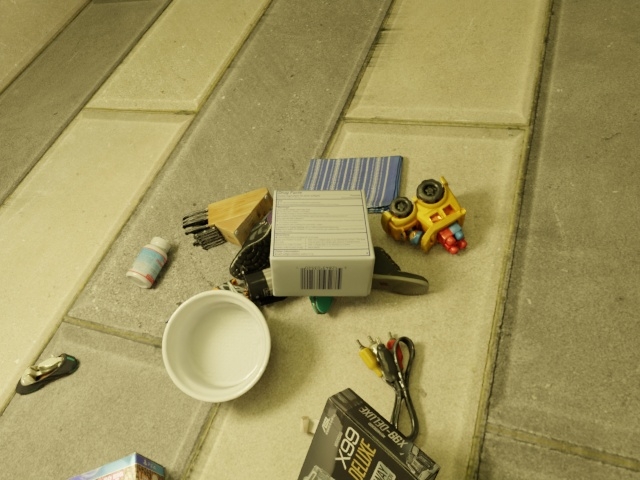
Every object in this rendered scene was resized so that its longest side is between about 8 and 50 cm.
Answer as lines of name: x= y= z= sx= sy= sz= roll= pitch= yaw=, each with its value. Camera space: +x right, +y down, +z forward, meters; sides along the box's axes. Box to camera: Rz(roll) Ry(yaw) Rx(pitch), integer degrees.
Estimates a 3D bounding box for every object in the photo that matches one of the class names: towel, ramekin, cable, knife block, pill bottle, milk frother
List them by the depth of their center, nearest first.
cable: x=0.193 y=0.354 z=1.272 sx=0.139 sy=0.072 sz=0.288 roll=-12 pitch=62 yaw=-13
ramekin: x=-0.258 y=0.273 z=1.345 sx=0.276 sy=0.135 sz=0.278 roll=-1 pitch=80 yaw=3
milk frother: x=-0.157 y=0.104 z=1.491 sx=0.134 sy=0.129 sz=0.143 roll=-17 pitch=63 yaw=-13
pill bottle: x=-0.560 y=0.071 z=1.681 sx=0.087 sy=0.087 sz=0.160 roll=9 pitch=58 yaw=23
towel: x=0.101 y=-0.194 z=1.707 sx=0.335 sy=0.040 sz=0.243 roll=1 pitch=54 yaw=18
knife block: x=-0.321 y=-0.086 z=1.724 sx=0.242 sy=0.088 sz=0.276 roll=24 pitch=64 yaw=30

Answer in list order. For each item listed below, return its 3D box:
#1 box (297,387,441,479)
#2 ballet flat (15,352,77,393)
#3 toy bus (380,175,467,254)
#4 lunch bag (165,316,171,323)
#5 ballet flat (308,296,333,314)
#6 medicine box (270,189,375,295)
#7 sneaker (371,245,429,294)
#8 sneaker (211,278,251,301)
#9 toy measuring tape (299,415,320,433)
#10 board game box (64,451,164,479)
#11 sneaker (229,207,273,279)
box: x=0.077 y=0.498 z=1.041 sx=0.242 sy=0.308 sz=0.076 roll=35 pitch=27 yaw=34
ballet flat: x=-0.836 y=0.393 z=1.534 sx=0.203 sy=0.074 sz=0.074 roll=-24 pitch=51 yaw=-1
toy bus: x=0.313 y=-0.041 z=1.475 sx=0.220 sy=0.149 sz=0.212 roll=-30 pitch=67 yaw=-3
lunch bag: x=-0.377 y=0.235 z=1.502 sx=0.128 sy=0.096 sz=0.151 roll=-38 pitch=35 yaw=-10
ballet flat: x=-0.003 y=0.113 z=1.493 sx=0.087 sy=0.083 sz=0.248 roll=-17 pitch=46 yaw=36
medicine box: x=0.000 y=0.000 z=1.408 sx=0.263 sy=0.149 sz=0.289 roll=0 pitch=43 yaw=-2
sneaker: x=0.202 y=0.078 z=1.440 sx=0.221 sy=0.083 sz=0.118 roll=7 pitch=56 yaw=23
sneaker: x=-0.234 y=0.182 z=1.501 sx=0.083 sy=0.084 sz=0.214 roll=-39 pitch=52 yaw=-21
toy measuring tape: x=0.077 y=0.484 z=1.147 sx=0.329 sy=0.121 sz=0.121 roll=13 pitch=59 yaw=25
board game box: x=-0.482 y=0.679 z=1.160 sx=0.231 sy=0.141 sz=0.291 roll=-21 pitch=51 yaw=1
sneaker: x=-0.189 y=0.007 z=1.627 sx=0.283 sy=0.107 sz=0.124 roll=-48 pitch=31 yaw=-15
